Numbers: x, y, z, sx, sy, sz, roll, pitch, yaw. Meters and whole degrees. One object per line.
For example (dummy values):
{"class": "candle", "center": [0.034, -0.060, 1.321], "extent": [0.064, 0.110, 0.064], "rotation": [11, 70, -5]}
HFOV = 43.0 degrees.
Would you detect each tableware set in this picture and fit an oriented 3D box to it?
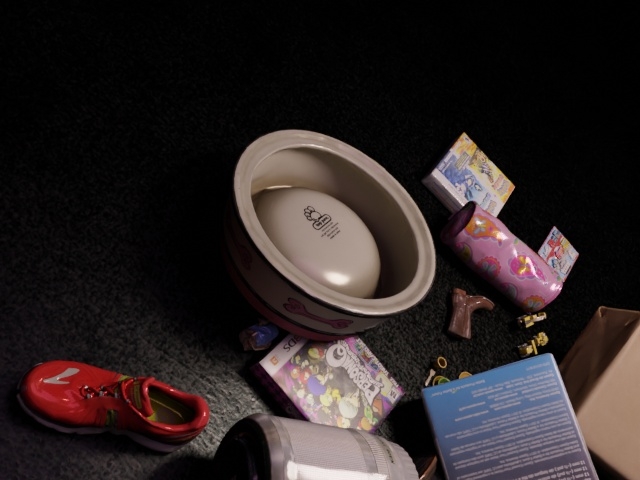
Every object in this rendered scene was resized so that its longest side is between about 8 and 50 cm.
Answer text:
{"class": "tableware set", "center": [0.279, 0.293, 1.605], "extent": [0.154, 0.024, 0.104], "rotation": [42, 47, -7]}

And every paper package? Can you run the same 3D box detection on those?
{"class": "paper package", "center": [0.655, 0.344, 1.668], "extent": [0.325, 0.168, 0.309], "rotation": [39, 81, -12]}

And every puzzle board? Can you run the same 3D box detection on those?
{"class": "puzzle board", "center": [0.587, 0.032, 1.997], "extent": [0.096, 0.011, 0.128], "rotation": [47, 47, -3]}

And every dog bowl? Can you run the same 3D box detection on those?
{"class": "dog bowl", "center": [0.000, 0.000, 1.458], "extent": [0.408, 0.150, 0.408], "rotation": [19, 45, -21]}

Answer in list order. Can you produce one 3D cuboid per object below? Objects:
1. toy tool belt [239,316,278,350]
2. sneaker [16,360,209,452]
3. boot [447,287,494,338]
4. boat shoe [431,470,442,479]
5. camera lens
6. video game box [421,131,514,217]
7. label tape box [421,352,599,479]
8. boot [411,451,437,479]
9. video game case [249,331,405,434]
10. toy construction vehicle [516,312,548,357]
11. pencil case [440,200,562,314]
{"class": "toy tool belt", "center": [-0.096, 0.158, 1.393], "extent": [0.083, 0.051, 0.052], "rotation": [-19, 76, -42]}
{"class": "sneaker", "center": [-0.287, 0.223, 1.167], "extent": [0.279, 0.118, 0.107], "rotation": [19, 53, -26]}
{"class": "boot", "center": [0.315, 0.165, 1.698], "extent": [0.106, 0.037, 0.114], "rotation": [18, 50, -10]}
{"class": "boat shoe", "center": [0.209, 0.463, 1.441], "extent": [0.046, 0.038, 0.125], "rotation": [-26, 71, -1]}
{"class": "camera lens", "center": [-0.018, 0.381, 1.200], "extent": [0.274, 0.219, 0.219], "rotation": [16, 55, -28]}
{"class": "video game box", "center": [0.348, -0.131, 1.897], "extent": [0.187, 0.048, 0.205], "rotation": [47, 47, -7]}
{"class": "label tape box", "center": [0.345, 0.405, 1.442], "extent": [0.249, 0.115, 0.348], "rotation": [-16, 70, 1]}
{"class": "boot", "center": [0.152, 0.465, 1.385], "extent": [0.219, 0.082, 0.106], "rotation": [-40, 106, -39]}
{"class": "video game case", "center": [0.018, 0.248, 1.428], "extent": [0.232, 0.042, 0.210], "rotation": [50, 46, 0]}
{"class": "toy construction vehicle", "center": [0.467, 0.204, 1.774], "extent": [0.098, 0.035, 0.086], "rotation": [-9, 85, -39]}
{"class": "pencil case", "center": [0.399, 0.039, 1.786], "extent": [0.284, 0.124, 0.124], "rotation": [38, 48, -13]}
